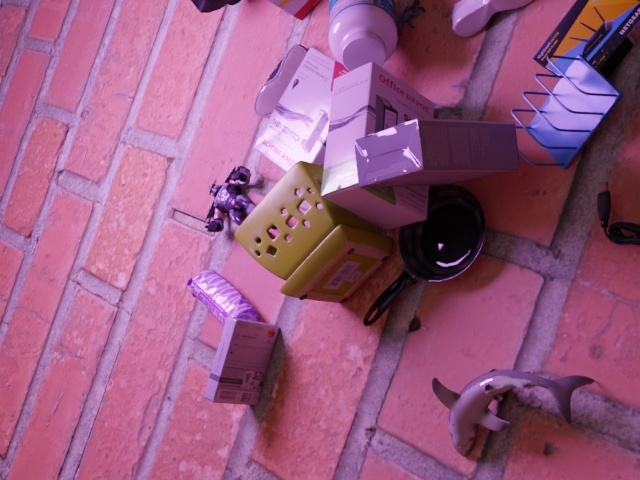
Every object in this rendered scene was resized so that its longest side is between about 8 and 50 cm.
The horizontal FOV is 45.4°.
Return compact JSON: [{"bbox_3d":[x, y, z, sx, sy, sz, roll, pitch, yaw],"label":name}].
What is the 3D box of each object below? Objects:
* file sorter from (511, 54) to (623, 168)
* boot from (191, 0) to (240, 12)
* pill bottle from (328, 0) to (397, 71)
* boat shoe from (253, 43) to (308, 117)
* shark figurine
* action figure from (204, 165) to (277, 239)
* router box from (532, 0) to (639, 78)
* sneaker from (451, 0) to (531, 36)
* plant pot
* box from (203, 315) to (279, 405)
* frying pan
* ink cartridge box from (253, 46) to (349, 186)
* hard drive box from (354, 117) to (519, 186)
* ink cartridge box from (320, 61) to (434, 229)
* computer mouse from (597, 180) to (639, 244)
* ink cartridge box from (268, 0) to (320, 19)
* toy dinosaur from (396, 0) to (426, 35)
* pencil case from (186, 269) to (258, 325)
[{"bbox_3d":[0.417,-0.228,1.355,0.118,0.105,0.170,59,137,33],"label":"file sorter"},{"bbox_3d":[-0.117,-0.775,1.922,0.146,0.367,0.445,58,138,16],"label":"boot"},{"bbox_3d":[0.090,-0.466,1.645,0.146,0.146,0.264,-31,38,29],"label":"pill bottle"},{"bbox_3d":[-0.094,-0.394,1.898,0.206,0.075,0.065,-54,8,21],"label":"boat shoe"},{"bbox_3d":[0.317,0.258,1.346,0.278,0.116,0.166,-35,91,36],"label":"shark figurine"},{"bbox_3d":[-0.200,-0.082,1.860,0.285,0.099,0.185,37,110,44],"label":"action figure"},{"bbox_3d":[0.498,-0.370,1.403,0.178,0.046,0.133,-54,52,15],"label":"router box"},{"bbox_3d":[0.353,-0.505,1.547,0.212,0.080,0.094,-25,51,33],"label":"sneaker"},{"bbox_3d":[0.000,0.000,1.594,0.228,0.227,0.207,-46,58,21],"label":"plant pot"},{"bbox_3d":[-0.173,0.270,1.705,0.038,0.145,0.186,15,88,40],"label":"box"},{"bbox_3d":[0.220,0.048,1.507,0.197,0.053,0.325,20,91,42],"label":"frying pan"},{"bbox_3d":[-0.002,-0.268,1.736,0.197,0.114,0.272,39,104,38],"label":"ink cartridge box"},{"bbox_3d":[0.207,-0.154,1.372,0.181,0.232,0.089,-10,85,55],"label":"hard drive box"},{"bbox_3d":[0.118,-0.186,1.531,0.115,0.198,0.272,-16,60,45],"label":"ink cartridge box"},{"bbox_3d":[0.560,-0.110,1.275,0.184,0.060,0.261,1,90,35],"label":"computer mouse"},{"bbox_3d":[-0.082,-0.646,1.857,0.127,0.176,0.128,-40,66,24],"label":"ink cartridge box"},{"bbox_3d":[0.195,-0.496,1.705,0.082,0.047,0.090,-32,26,38],"label":"toy dinosaur"},{"bbox_3d":[-0.234,0.146,1.827,0.206,0.088,0.086,35,102,39],"label":"pencil case"}]
